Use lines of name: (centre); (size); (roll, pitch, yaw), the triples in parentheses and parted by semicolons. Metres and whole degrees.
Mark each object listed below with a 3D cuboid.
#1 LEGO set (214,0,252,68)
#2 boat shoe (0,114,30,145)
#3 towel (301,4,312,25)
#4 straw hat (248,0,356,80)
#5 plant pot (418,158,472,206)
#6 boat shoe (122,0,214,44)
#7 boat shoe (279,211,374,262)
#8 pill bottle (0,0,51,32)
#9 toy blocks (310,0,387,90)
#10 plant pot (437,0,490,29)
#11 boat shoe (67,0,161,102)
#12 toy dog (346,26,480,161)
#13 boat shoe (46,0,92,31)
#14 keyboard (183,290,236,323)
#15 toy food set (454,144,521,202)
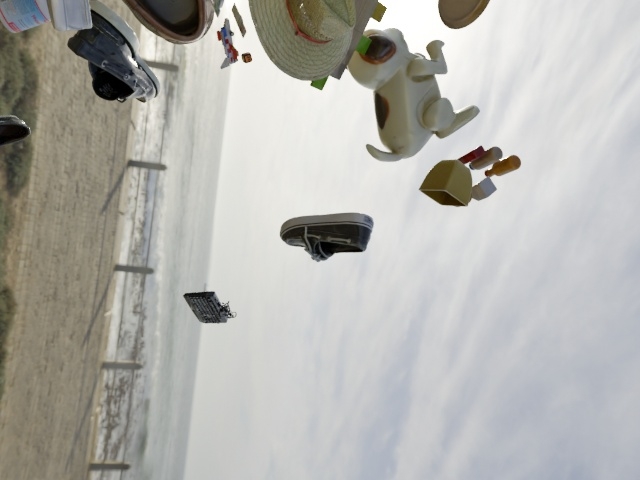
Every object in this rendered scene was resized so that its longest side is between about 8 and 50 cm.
LEGO set: (-0.250, -0.558, 1.305); (0.244, 0.060, 0.182); (67, -18, -8)
boat shoe: (-0.922, -0.289, 1.384); (0.079, 0.233, 0.084); (34, -51, 25)
towel: (0.026, -0.561, 1.057); (0.209, 0.034, 0.285); (-24, -138, 51)
straw hat: (0.001, -0.234, 0.505); (0.061, 0.145, 0.144); (16, -80, 48)
plant pot: (0.278, -0.128, 1.094); (0.081, 0.082, 0.083); (10, -104, 57)
boat shoe: (-0.200, -0.335, 0.478); (0.324, 0.123, 0.116); (53, 5, -39)
boat shoe: (0.003, 0.002, 1.305); (0.306, 0.113, 0.104); (-3, -114, 39)
pill bottle: (-0.771, -0.623, 1.359); (0.087, 0.160, 0.087); (161, -90, -89)
toy blocks: (0.010, -0.663, 1.483); (0.261, 0.191, 0.381); (41, -67, 33)
plant pot: (0.482, -0.830, 1.694); (0.032, 0.236, 0.236); (54, -39, 38)
boat shoe: (-0.409, -0.335, 1.008); (0.113, 0.127, 0.340); (-56, -172, -9)
toy dog: (0.243, -0.497, 1.660); (0.408, 0.395, 0.284); (55, -1, -17)
boat shoe: (-0.338, -0.374, 0.685); (0.066, 0.063, 0.184); (47, -42, 37)
keyboard: (-0.261, 0.173, 1.219); (0.192, 0.100, 0.038); (88, -4, -63)
toy food set: (0.376, -0.160, 1.258); (0.111, 0.232, 0.104); (55, -25, -4)
